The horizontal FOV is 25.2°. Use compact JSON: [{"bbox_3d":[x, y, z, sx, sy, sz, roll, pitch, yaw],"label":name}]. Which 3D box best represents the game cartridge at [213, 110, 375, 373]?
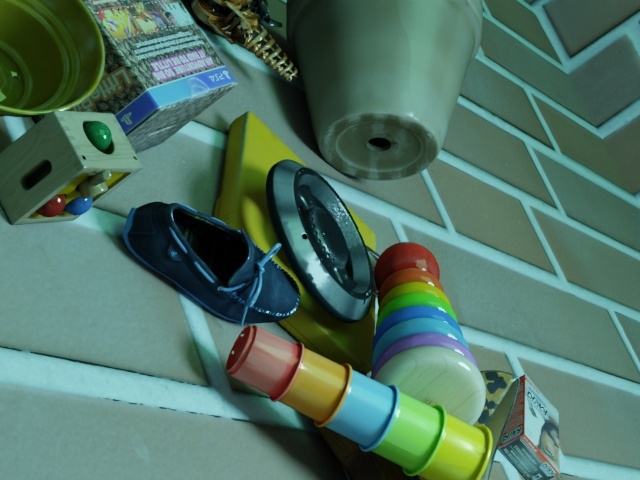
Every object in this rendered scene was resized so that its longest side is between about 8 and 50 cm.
[{"bbox_3d":[-0.031,0.008,1.942,0.285,0.053,0.323,44,28,-25],"label":"game cartridge"}]

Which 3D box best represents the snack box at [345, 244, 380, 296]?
[{"bbox_3d":[0.039,0.020,1.965,0.178,0.022,0.064,35,35,-38],"label":"snack box"}]

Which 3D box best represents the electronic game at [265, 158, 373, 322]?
[{"bbox_3d":[0.000,0.000,1.840,0.229,0.048,0.229,49,25,-32],"label":"electronic game"}]

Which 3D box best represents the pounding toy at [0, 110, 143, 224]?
[{"bbox_3d":[-0.255,-0.072,1.491,0.100,0.141,0.130,60,24,11],"label":"pounding toy"}]

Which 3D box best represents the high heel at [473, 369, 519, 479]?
[{"bbox_3d":[0.219,0.304,1.840,0.093,0.186,0.261,11,49,-60],"label":"high heel"}]

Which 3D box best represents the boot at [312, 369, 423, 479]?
[{"bbox_3d":[0.040,0.258,1.686,0.264,0.096,0.280,5,49,-52],"label":"boot"}]

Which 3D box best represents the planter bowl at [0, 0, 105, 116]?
[{"bbox_3d":[-0.346,-0.199,1.518,0.217,0.090,0.217,19,50,-25],"label":"planter bowl"}]

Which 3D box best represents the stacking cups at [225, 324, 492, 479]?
[{"bbox_3d":[0.046,0.185,1.646,0.316,0.096,0.096,31,30,-15],"label":"stacking cups"}]

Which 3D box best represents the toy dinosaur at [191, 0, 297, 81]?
[{"bbox_3d":[-0.142,-0.379,2.176,0.218,0.164,0.321,-25,99,-52],"label":"toy dinosaur"}]

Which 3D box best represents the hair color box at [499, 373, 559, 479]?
[{"bbox_3d":[0.325,0.294,2.230,0.093,0.053,0.167,48,25,-17],"label":"hair color box"}]

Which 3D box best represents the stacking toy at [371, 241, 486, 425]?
[{"bbox_3d":[0.120,0.113,1.845,0.141,0.141,0.330,44,19,-24],"label":"stacking toy"}]

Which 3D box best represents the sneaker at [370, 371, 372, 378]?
[{"bbox_3d":[0.098,0.207,1.879,0.051,0.089,0.170,62,25,-28],"label":"sneaker"}]

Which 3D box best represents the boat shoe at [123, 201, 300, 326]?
[{"bbox_3d":[-0.111,0.034,1.673,0.258,0.089,0.109,24,60,-41],"label":"boat shoe"}]

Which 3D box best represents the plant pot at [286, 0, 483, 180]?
[{"bbox_3d":[0.095,-0.259,2.272,0.323,0.323,0.280,34,49,-40],"label":"plant pot"}]

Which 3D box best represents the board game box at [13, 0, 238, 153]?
[{"bbox_3d":[-0.271,-0.250,1.699,0.291,0.141,0.232,55,23,0],"label":"board game box"}]
